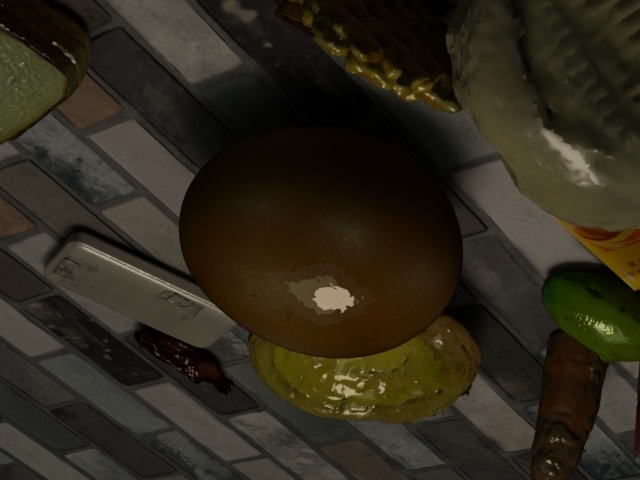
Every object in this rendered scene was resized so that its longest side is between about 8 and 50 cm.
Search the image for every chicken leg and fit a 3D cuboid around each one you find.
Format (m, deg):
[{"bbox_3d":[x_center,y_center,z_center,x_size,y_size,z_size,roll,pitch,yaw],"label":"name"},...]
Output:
[{"bbox_3d":[-0.210,0.193,2.340,0.205,0.053,0.093,38,161,-21],"label":"chicken leg"}]

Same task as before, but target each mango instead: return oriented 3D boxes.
[{"bbox_3d":[0.378,0.104,1.995,0.178,0.100,0.119,28,154,-1],"label":"mango"}]

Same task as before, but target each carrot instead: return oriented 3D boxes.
[{"bbox_3d":[0.339,0.257,2.087,0.102,0.263,0.102,16,154,8],"label":"carrot"}]

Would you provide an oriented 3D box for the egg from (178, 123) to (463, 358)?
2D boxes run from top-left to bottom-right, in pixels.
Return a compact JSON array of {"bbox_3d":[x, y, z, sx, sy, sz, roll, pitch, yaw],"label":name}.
[{"bbox_3d":[0.000,0.000,1.811,0.351,0.282,0.282,10,144,6],"label":"egg"}]

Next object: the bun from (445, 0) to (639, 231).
[{"bbox_3d":[0.285,-0.183,1.470,0.360,0.359,0.211,22,169,-13],"label":"bun"}]

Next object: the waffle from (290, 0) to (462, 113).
[{"bbox_3d":[0.055,-0.221,1.539,0.243,0.237,0.058,26,121,-25],"label":"waffle"}]

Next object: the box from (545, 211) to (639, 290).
[{"bbox_3d":[0.383,-0.036,1.851,0.152,0.043,0.269,-22,133,37],"label":"box"}]

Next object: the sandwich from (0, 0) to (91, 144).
[{"bbox_3d":[-0.418,-0.225,1.794,0.226,0.087,0.251,34,142,-25],"label":"sandwich"}]

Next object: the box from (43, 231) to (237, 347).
[{"bbox_3d":[-0.264,0.077,2.201,0.285,0.044,0.142,26,144,-19],"label":"box"}]

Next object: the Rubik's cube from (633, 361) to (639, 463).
[{"bbox_3d":[0.554,0.196,1.980,0.205,0.207,0.205,16,143,-3],"label":"Rubik's cube"}]

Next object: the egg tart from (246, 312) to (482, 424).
[{"bbox_3d":[0.067,0.137,2.106,0.345,0.132,0.345,9,145,6],"label":"egg tart"}]

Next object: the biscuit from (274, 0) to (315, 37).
[{"bbox_3d":[0.033,-0.228,1.663,0.175,0.026,0.124,25,180,-9],"label":"biscuit"}]
